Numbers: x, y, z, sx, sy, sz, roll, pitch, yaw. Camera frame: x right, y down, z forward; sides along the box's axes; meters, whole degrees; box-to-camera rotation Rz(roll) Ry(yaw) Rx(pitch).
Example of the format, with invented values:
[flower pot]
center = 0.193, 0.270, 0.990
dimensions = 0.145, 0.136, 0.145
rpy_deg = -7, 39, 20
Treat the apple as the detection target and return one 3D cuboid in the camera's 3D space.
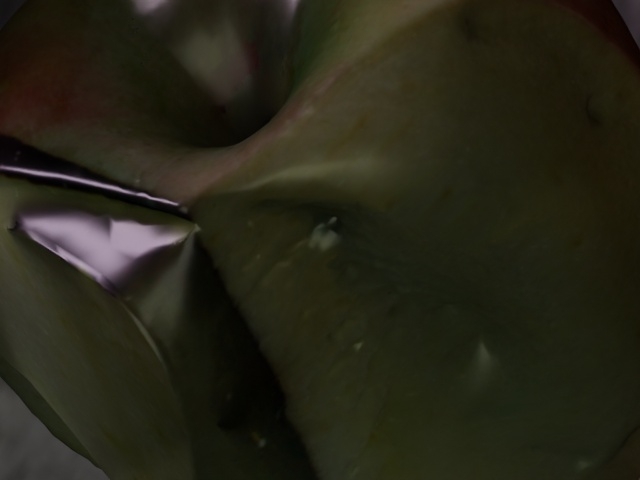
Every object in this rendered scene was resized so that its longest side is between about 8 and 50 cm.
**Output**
[apple]
center = 0.000, 0.000, 0.523
dimensions = 0.207, 0.174, 0.188
rpy_deg = -20, 136, 14
